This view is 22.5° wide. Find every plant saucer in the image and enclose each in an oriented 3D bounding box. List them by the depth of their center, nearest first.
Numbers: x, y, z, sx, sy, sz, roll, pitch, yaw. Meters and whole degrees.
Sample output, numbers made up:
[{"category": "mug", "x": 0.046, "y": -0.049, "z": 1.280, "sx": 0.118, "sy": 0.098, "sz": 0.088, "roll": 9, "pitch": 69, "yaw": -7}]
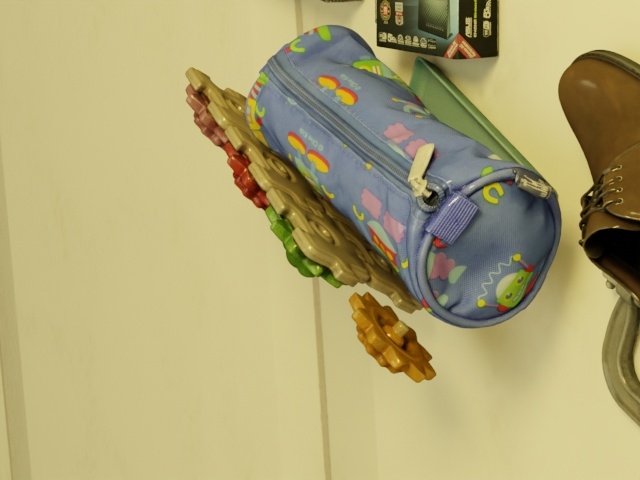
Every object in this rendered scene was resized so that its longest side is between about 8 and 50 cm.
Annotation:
[{"category": "plant saucer", "x": 0.118, "y": -0.064, "z": 1.222, "sx": 0.192, "sy": 0.018, "sz": 0.067, "roll": 52, "pitch": 140, "yaw": 42}]

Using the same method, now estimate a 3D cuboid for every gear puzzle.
[{"category": "gear puzzle", "x": 0.000, "y": 0.000, "z": 1.298, "sx": 0.044, "sy": 0.175, "sz": 0.339, "roll": -46, "pitch": 50, "yaw": 15}]

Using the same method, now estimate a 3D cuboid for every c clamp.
[{"category": "c clamp", "x": 0.227, "y": 0.074, "z": 1.053, "sx": 0.160, "sy": 0.022, "sz": 0.137, "roll": 53, "pitch": 140, "yaw": 43}]

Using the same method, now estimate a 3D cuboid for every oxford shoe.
[{"category": "oxford shoe", "x": 0.198, "y": -0.032, "z": 1.004, "sx": 0.227, "sy": 0.096, "sz": 0.083, "roll": 64, "pitch": 149, "yaw": 32}]

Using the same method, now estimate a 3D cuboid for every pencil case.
[{"category": "pencil case", "x": 0.053, "y": -0.057, "z": 1.184, "sx": 0.119, "sy": 0.133, "sz": 0.306, "roll": -46, "pitch": 40, "yaw": 2}]

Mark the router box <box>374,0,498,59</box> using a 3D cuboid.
[{"category": "router box", "x": 0.087, "y": -0.189, "z": 1.224, "sx": 0.122, "sy": 0.038, "sz": 0.092, "roll": 20, "pitch": 114, "yaw": 59}]

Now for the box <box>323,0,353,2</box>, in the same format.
[{"category": "box", "x": -0.019, "y": -0.315, "z": 1.383, "sx": 0.184, "sy": 0.045, "sz": 0.190, "roll": 36, "pitch": 128, "yaw": 56}]
